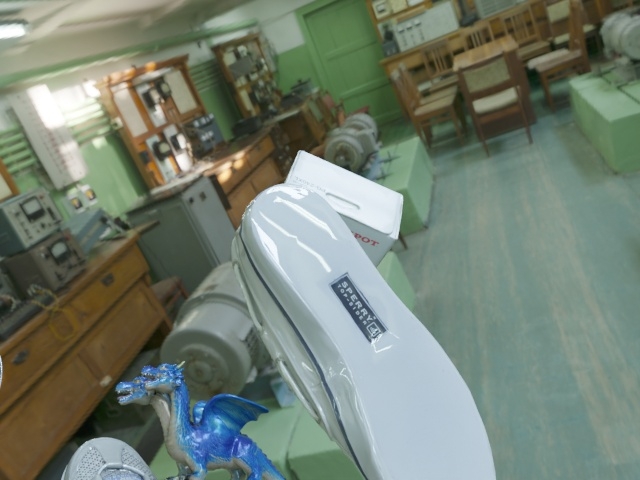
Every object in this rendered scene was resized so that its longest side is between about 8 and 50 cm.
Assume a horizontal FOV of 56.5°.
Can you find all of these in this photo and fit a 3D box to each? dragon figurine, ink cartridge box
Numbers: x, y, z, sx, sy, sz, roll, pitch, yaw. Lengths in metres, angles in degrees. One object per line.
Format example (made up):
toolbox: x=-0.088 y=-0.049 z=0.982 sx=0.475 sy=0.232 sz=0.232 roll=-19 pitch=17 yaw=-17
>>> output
dragon figurine: x=-0.124 y=0.249 z=0.773 sx=0.085 sy=0.289 sz=0.144 roll=-35 pitch=43 yaw=48
ink cartridge box: x=0.000 y=0.000 z=0.583 sx=0.150 sy=0.109 sz=0.063 roll=119 pitch=171 yaw=-47

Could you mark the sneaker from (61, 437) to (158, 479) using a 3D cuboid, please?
sneaker: x=-0.147 y=0.247 z=0.506 sx=0.105 sy=0.115 sz=0.281 roll=6 pitch=17 yaw=-37

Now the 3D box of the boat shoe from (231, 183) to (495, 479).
boat shoe: x=0.018 y=0.090 z=0.421 sx=0.096 sy=0.267 sz=0.088 roll=-31 pitch=-8 yaw=-36

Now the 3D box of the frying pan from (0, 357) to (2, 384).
frying pan: x=-0.551 y=0.154 z=0.732 sx=0.326 sy=0.053 sz=0.197 roll=26 pitch=52 yaw=7
